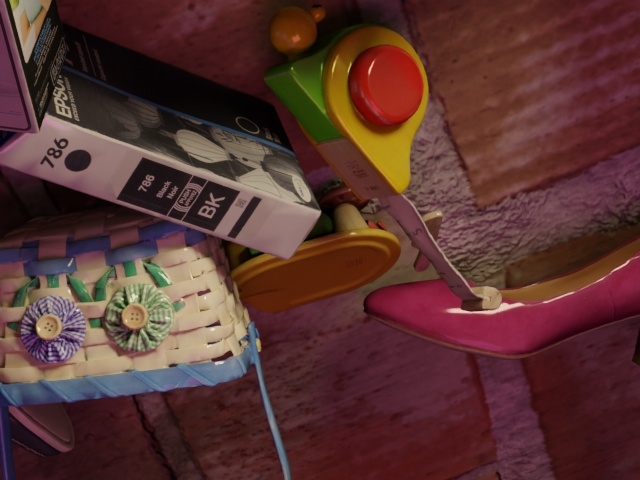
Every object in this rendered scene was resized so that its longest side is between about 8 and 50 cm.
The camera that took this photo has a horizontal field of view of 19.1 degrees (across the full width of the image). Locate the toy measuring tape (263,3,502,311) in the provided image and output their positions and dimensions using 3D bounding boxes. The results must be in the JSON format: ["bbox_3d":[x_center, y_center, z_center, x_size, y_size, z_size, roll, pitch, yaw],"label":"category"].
[{"bbox_3d":[0.073,-0.085,1.659,0.121,0.121,0.330,-36,111,12],"label":"toy measuring tape"}]

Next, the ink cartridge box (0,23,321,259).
[{"bbox_3d":[-0.166,-0.096,1.562,0.332,0.165,0.065,17,121,-31],"label":"ink cartridge box"}]

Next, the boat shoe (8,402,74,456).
[{"bbox_3d":[-0.330,0.130,1.740,0.079,0.095,0.254,-39,128,12],"label":"boat shoe"}]

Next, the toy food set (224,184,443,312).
[{"bbox_3d":[0.000,0.000,1.773,0.217,0.071,0.128,-15,155,-4],"label":"toy food set"}]

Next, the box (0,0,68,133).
[{"bbox_3d":[-0.290,-0.208,1.349,0.169,0.087,0.290,8,144,8],"label":"box"}]

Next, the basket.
[{"bbox_3d":[-0.173,0.116,1.655,0.254,0.201,0.289,-10,102,7],"label":"basket"}]

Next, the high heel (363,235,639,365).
[{"bbox_3d":[0.230,0.026,1.868,0.377,0.127,0.181,6,97,-18],"label":"high heel"}]
